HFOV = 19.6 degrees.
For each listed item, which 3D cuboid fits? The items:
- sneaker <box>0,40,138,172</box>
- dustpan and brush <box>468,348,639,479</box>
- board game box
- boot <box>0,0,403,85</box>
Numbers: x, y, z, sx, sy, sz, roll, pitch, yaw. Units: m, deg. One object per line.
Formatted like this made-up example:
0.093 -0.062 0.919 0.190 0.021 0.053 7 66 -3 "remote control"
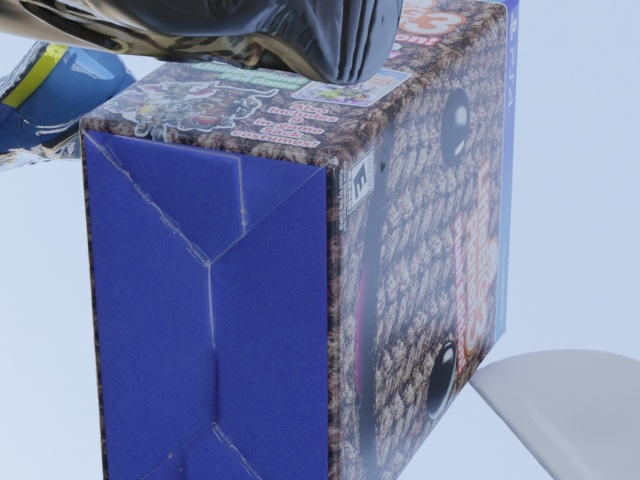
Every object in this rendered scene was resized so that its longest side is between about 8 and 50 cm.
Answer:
-0.174 -0.069 1.167 0.082 0.069 0.209 34 -29 -17 "sneaker"
0.210 0.117 1.206 0.147 0.211 0.060 49 -34 32 "dustpan and brush"
0.000 0.000 1.051 0.141 0.291 0.232 10 -63 21 "board game box"
-0.082 -0.112 0.685 0.178 0.236 0.085 10 -85 25 "boot"
